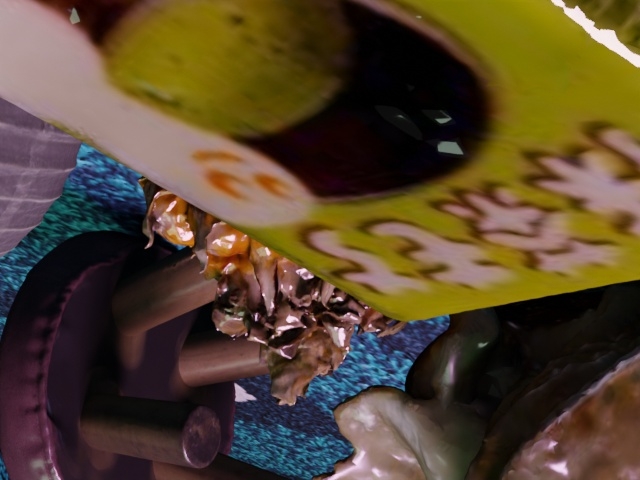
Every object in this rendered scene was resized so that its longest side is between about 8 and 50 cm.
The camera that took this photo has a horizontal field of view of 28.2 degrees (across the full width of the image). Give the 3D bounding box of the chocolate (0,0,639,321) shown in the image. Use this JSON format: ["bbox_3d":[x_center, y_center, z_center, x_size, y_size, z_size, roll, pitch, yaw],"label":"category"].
[{"bbox_3d":[0.029,-0.091,0.466,0.289,0.137,0.301,30,158,-24],"label":"chocolate"}]

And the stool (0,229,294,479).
[{"bbox_3d":[-0.110,0.119,1.027,0.178,0.272,0.272,-7,149,30],"label":"stool"}]

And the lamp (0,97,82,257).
[{"bbox_3d":[-0.223,-0.072,0.607,0.233,0.233,0.265,28,177,-19],"label":"lamp"}]

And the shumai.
[{"bbox_3d":[0.168,0.135,0.836,0.288,0.330,0.292,23,136,67],"label":"shumai"}]

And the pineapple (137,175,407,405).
[{"bbox_3d":[-0.005,-0.003,0.719,0.250,0.164,0.140,28,152,-10],"label":"pineapple"}]
